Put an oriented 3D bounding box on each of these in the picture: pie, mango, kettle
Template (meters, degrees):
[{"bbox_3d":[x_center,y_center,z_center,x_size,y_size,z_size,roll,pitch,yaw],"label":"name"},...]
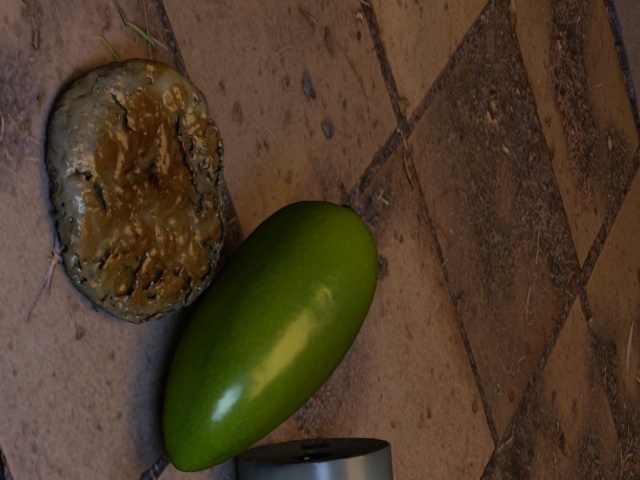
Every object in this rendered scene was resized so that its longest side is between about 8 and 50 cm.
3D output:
[{"bbox_3d":[-0.176,-0.053,1.854,0.274,0.055,0.274,11,77,-58],"label":"pie"},{"bbox_3d":[-0.058,0.100,1.929,0.343,0.156,0.192,-53,174,-37],"label":"mango"},{"bbox_3d":[0.005,0.341,2.035,0.240,0.165,0.255,-142,-135,-86],"label":"kettle"}]

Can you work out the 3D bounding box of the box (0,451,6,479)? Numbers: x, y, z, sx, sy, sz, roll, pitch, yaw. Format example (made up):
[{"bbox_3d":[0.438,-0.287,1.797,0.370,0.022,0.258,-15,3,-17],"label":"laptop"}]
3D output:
[{"bbox_3d":[-0.336,0.303,1.400,0.350,0.091,0.359,-18,99,-64],"label":"box"}]
